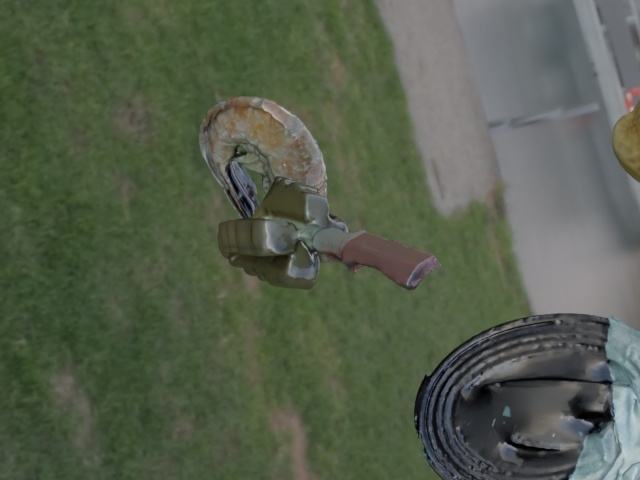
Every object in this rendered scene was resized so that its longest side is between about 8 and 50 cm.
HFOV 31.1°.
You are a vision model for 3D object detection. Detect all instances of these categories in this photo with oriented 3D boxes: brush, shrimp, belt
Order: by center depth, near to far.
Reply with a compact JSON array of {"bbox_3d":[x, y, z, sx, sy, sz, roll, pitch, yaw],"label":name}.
[{"bbox_3d":[0.000,0.000,0.824,0.071,0.084,0.301,48,-12,-20],"label":"brush"},{"bbox_3d":[0.171,0.133,0.836,0.078,0.198,0.151,54,30,-54],"label":"belt"},{"bbox_3d":[-0.048,-0.044,1.054,0.047,0.126,0.223,-58,152,-37],"label":"shrimp"}]

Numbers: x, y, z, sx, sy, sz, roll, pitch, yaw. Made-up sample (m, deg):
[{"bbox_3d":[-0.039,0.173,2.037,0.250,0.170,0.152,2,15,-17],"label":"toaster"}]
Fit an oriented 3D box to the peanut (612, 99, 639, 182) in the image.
[{"bbox_3d":[0.354,-0.093,0.879,0.122,0.253,0.137,-37,128,-62],"label":"peanut"}]
